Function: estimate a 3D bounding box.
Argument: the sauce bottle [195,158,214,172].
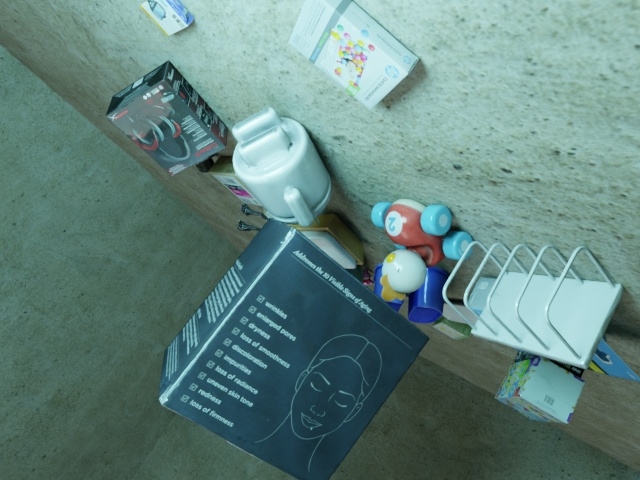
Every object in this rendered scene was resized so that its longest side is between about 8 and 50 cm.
[{"bbox_3d":[-0.455,-0.350,1.487,0.111,0.111,0.344,30,167,11],"label":"sauce bottle"}]

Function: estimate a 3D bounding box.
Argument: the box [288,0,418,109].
[{"bbox_3d":[0.046,-0.309,0.678,0.186,0.038,0.145,35,166,-12],"label":"box"}]

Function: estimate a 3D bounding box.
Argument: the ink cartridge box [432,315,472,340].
[{"bbox_3d":[0.508,0.338,1.782,0.235,0.056,0.171,29,166,9],"label":"ink cartridge box"}]

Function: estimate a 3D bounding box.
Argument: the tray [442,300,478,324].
[{"bbox_3d":[0.521,0.264,1.557,0.145,0.030,0.270,36,165,-15],"label":"tray"}]

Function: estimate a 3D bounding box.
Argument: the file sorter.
[{"bbox_3d":[0.445,0.117,0.916,0.173,0.193,0.277,43,163,-22],"label":"file sorter"}]

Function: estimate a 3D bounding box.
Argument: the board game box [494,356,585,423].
[{"bbox_3d":[0.697,0.485,1.354,0.144,0.142,0.275,30,164,16],"label":"board game box"}]

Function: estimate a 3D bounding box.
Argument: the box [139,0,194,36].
[{"bbox_3d":[-0.329,-0.494,0.901,0.136,0.028,0.081,13,156,47],"label":"box"}]

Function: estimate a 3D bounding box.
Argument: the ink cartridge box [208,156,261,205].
[{"bbox_3d":[-0.288,-0.223,1.582,0.234,0.088,0.193,14,155,50],"label":"ink cartridge box"}]

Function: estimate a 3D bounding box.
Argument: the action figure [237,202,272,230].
[{"bbox_3d":[-0.200,-0.052,1.668,0.275,0.164,0.141,17,-178,14],"label":"action figure"}]

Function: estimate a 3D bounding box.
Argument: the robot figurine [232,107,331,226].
[{"bbox_3d":[-0.091,-0.172,1.089,0.353,0.199,0.300,55,-166,-56],"label":"robot figurine"}]

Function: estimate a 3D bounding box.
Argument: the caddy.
[{"bbox_3d":[0.298,0.162,1.419,0.241,0.179,0.341,7,160,6],"label":"caddy"}]

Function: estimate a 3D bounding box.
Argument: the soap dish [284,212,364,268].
[{"bbox_3d":[0.000,0.000,1.552,0.290,0.118,0.229,1,147,46],"label":"soap dish"}]

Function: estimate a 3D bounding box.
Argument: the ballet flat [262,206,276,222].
[{"bbox_3d":[-0.187,-0.091,1.811,0.248,0.086,0.086,20,161,42],"label":"ballet flat"}]

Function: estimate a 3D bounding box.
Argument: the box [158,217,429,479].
[{"bbox_3d":[-0.069,0.275,1.093,0.480,0.472,0.297,40,176,-20],"label":"box"}]

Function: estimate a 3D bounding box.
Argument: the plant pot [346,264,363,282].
[{"bbox_3d":[0.057,0.150,1.760,0.196,0.293,0.293,10,-175,-44],"label":"plant pot"}]

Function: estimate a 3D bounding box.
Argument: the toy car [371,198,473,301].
[{"bbox_3d":[0.214,0.040,1.058,0.210,0.238,0.219,42,163,-30],"label":"toy car"}]

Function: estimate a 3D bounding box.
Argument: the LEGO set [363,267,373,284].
[{"bbox_3d":[0.139,0.151,1.895,0.227,0.093,0.087,-7,-178,29],"label":"LEGO set"}]

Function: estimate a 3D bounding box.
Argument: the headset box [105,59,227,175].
[{"bbox_3d":[-0.434,-0.340,1.243,0.218,0.110,0.293,-22,139,18],"label":"headset box"}]

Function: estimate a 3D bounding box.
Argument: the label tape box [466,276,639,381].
[{"bbox_3d":[0.596,0.215,1.076,0.249,0.115,0.347,38,162,-21],"label":"label tape box"}]

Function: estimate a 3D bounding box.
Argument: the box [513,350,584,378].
[{"bbox_3d":[0.768,0.413,1.412,0.147,0.078,0.180,30,165,13],"label":"box"}]
